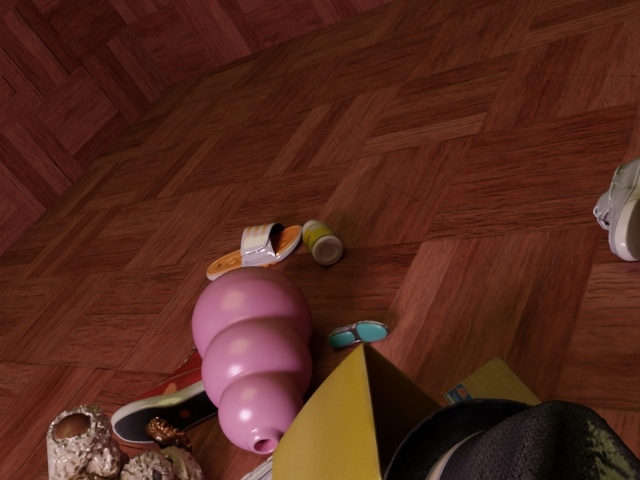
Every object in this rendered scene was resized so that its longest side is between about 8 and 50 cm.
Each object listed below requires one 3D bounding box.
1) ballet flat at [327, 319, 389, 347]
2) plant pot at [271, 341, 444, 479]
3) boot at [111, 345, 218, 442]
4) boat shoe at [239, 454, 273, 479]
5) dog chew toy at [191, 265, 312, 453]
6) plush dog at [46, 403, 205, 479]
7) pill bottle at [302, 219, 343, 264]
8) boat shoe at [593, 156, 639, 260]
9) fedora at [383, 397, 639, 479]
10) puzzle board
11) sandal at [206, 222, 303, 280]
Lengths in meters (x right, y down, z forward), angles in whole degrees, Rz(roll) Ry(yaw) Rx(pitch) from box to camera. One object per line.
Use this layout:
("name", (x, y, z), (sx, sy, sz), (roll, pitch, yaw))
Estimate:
("ballet flat", (0.065, 0.151, 1.163), (0.114, 0.041, 0.041), (-17, 34, 28))
("plant pot", (0.055, 0.290, 0.812), (0.187, 0.212, 0.212), (-38, 27, 20))
("boot", (-0.267, 0.268, 1.289), (0.244, 0.088, 0.176), (-23, 30, 6))
("boat shoe", (-0.092, 0.370, 0.953), (0.267, 0.096, 0.088), (-44, 2, -5))
("dog chew toy", (-0.104, 0.195, 1.123), (0.206, 0.206, 0.332), (-28, 38, 12))
("plush dog", (-0.280, 0.387, 1.029), (0.225, 0.210, 0.262), (-4, 49, -23))
("pill bottle", (0.000, 0.000, 1.424), (0.065, 0.065, 0.116), (-35, 28, 0))
("boat shoe", (0.453, -0.046, 1.022), (0.081, 0.079, 0.227), (-14, 29, 45))
("fedora", (0.206, 0.261, 0.581), (0.152, 0.334, 0.334), (110, -177, -48))
("puzzle board", (0.231, 0.218, 0.920), (0.096, 0.011, 0.128), (-36, 28, 0))
("sandal", (-0.165, 0.018, 1.556), (0.265, 0.076, 0.102), (-22, 32, 22))
